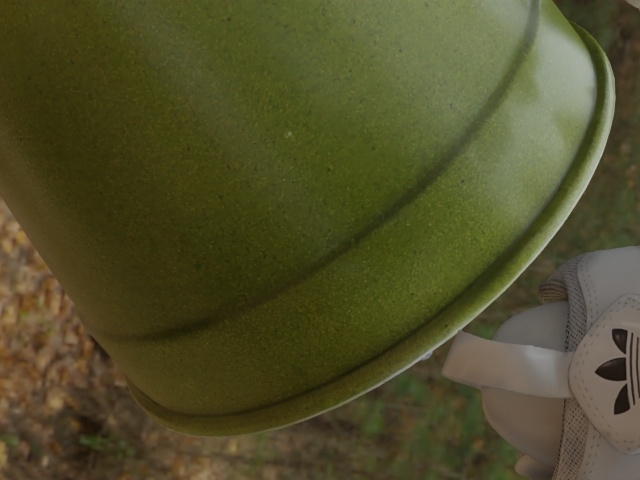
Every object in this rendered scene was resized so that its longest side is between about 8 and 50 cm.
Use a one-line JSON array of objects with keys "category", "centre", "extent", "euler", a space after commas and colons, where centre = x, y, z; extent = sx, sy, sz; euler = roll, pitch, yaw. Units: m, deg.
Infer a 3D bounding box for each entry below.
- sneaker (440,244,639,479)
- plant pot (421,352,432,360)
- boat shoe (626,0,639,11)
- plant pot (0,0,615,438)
[{"category": "sneaker", "centre": [0.211, 0.079, 0.533], "extent": [0.366, 0.210, 0.137], "euler": [26, 64, -51]}, {"category": "plant pot", "centre": [0.000, 0.000, 1.059], "extent": [0.167, 0.187, 0.188], "euler": [1, 99, -71]}, {"category": "boat shoe", "centre": [0.255, -0.230, 0.879], "extent": [0.170, 0.059, 0.063], "euler": [-62, -178, 44]}, {"category": "plant pot", "centre": [-0.079, -0.139, 0.725], "extent": [0.353, 0.366, 0.366], "euler": [50, 31, -28]}]
